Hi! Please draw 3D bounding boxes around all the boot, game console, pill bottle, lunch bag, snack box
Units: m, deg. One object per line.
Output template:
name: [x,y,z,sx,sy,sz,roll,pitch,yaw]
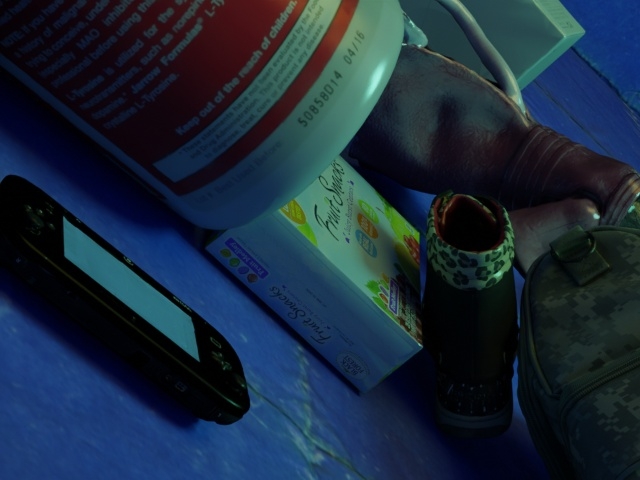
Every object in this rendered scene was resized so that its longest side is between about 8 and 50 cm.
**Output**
boot: [0.124,0.029,1.376,0.236,0.085,0.179,-87,175,-60]
game console: [-0.179,-0.020,1.008,0.361,0.044,0.213,41,20,-22]
pill bottle: [-0.155,-0.208,1.136,0.407,0.229,0.229,39,21,-26]
lunch bag: [0.287,0.156,1.350,0.305,0.212,0.256,61,2,-41]
snack box: [0.000,0.000,1.319,0.174,0.070,0.207,44,18,-15]

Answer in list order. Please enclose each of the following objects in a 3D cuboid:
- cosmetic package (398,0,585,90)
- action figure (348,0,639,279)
cosmetic package: [0.124,-0.234,1.805,0.225,0.224,0.138,50,19,4]
action figure: [0.215,-0.071,1.595,0.370,0.276,0.248,27,28,26]
